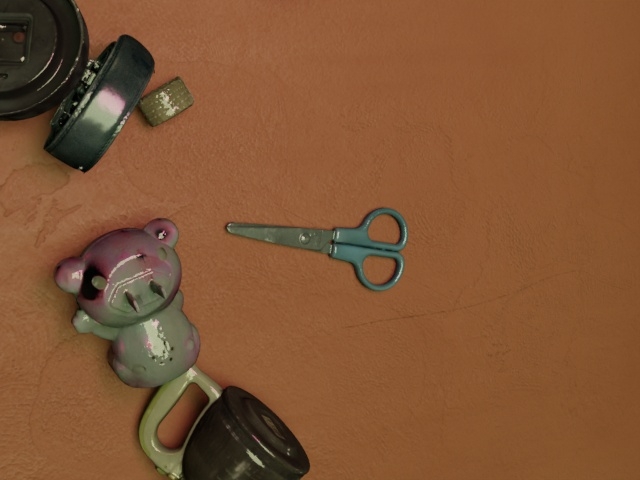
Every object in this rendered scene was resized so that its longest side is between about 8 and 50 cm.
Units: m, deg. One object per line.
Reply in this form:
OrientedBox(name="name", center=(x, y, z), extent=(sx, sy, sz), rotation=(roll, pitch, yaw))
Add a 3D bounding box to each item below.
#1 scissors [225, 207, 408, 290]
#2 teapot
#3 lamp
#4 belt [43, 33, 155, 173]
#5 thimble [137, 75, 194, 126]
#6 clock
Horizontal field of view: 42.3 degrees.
OrientedBox(name="scissors", center=(0.000, 0.000, 1.833), extent=(0.447, 0.029, 0.193), rotation=(8, 90, -27))
OrientedBox(name="teapot", center=(-0.204, 0.429, 1.663), extent=(0.239, 0.239, 0.321), rotation=(-46, 119, 2))
OrientedBox(name="lamp", center=(-0.341, 0.129, 1.565), extent=(0.247, 0.247, 0.301), rotation=(-24, 112, -20))
OrientedBox(name="belt", center=(-0.403, -0.256, 1.514), extent=(0.116, 0.206, 0.268), rotation=(33, 77, -24))
OrientedBox(name="thimble", center=(-0.302, -0.274, 1.631), extent=(0.110, 0.084, 0.062), rotation=(-40, 112, -31))
OrientedBox(name="clock", center=(-0.544, -0.342, 1.449), extent=(0.280, 0.055, 0.281), rotation=(0, 79, 2))
